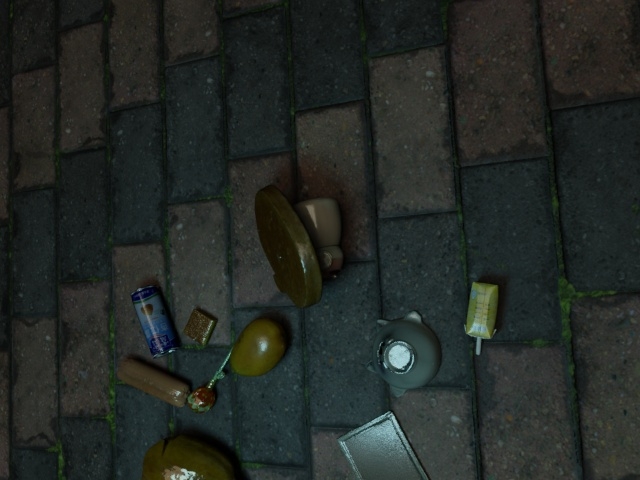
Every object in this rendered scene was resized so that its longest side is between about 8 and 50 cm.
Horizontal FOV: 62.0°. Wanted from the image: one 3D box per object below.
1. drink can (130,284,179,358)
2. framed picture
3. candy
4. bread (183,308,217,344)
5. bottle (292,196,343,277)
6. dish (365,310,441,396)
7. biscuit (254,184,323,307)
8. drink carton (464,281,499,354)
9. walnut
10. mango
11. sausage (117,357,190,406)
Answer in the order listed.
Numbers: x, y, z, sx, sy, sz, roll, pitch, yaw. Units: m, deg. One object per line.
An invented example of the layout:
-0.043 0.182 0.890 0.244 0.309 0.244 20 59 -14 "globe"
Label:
-0.563 0.274 1.809 0.097 0.097 0.235 -28 76 17 "drink can"
0.185 0.648 1.539 0.197 0.014 0.252 -33 75 16 "framed picture"
-0.333 0.434 1.735 0.078 0.084 0.287 31 87 17 "candy"
-0.400 0.288 1.777 0.090 0.035 0.094 26 95 20 "bread"
0.000 0.000 1.587 0.148 0.148 0.236 -13 83 20 "bottle"
0.221 0.328 1.510 0.228 0.086 0.236 -13 81 20 "dish"
-0.093 0.026 1.560 0.070 0.350 0.394 -18 54 -20 "biscuit"
0.436 0.213 1.445 0.084 0.074 0.199 7 87 21 "drink carton"
-0.395 0.726 1.664 0.337 0.209 0.208 14 91 8 "walnut"
-0.193 0.340 1.652 0.152 0.120 0.221 41 107 22 "mango"
-0.564 0.476 1.799 0.289 0.086 0.086 17 92 22 "sausage"
